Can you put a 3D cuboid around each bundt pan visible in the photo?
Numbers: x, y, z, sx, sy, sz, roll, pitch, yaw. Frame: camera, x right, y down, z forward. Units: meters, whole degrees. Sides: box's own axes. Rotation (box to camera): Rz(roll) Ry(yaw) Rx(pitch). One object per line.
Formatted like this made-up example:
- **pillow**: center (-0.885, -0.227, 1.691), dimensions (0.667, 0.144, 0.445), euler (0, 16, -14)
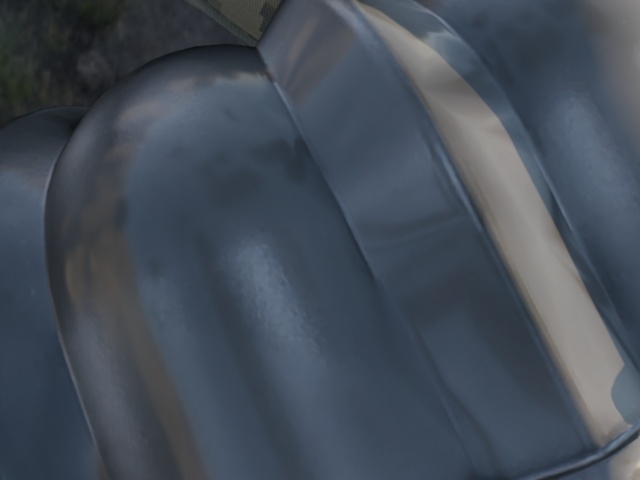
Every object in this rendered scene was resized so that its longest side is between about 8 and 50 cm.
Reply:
- **bundt pan**: center (0.000, 0.000, 0.491), dimensions (0.331, 0.331, 0.124), euler (-27, 94, -26)

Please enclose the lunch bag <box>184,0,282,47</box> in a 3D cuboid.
- **lunch bag**: center (0.036, -0.208, 0.744), dimensions (0.305, 0.212, 0.256), euler (36, 27, 13)
